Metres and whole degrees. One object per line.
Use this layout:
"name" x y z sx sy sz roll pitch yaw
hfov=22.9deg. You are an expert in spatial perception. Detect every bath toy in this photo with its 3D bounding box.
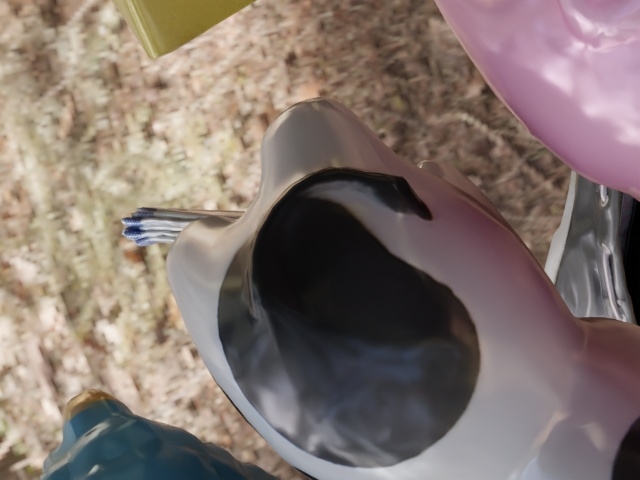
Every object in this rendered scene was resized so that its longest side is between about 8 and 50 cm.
"bath toy" 0.087 -0.014 0.362 0.348 0.151 0.129 -52 40 15

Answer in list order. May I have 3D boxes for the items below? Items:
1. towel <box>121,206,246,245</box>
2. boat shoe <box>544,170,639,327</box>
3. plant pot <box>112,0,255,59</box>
"towel" 0.000 0.000 1.346 0.285 0.209 0.034 6 93 28
"boat shoe" 0.252 -0.069 1.258 0.095 0.112 0.335 24 121 39
"plant pot" -0.066 -0.145 0.664 0.081 0.081 0.083 54 174 42
